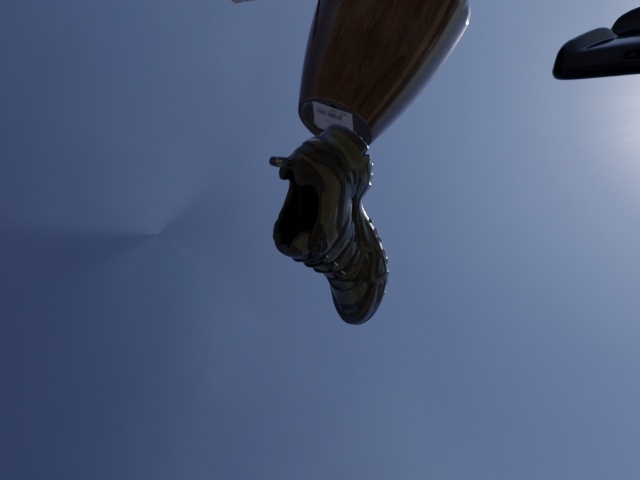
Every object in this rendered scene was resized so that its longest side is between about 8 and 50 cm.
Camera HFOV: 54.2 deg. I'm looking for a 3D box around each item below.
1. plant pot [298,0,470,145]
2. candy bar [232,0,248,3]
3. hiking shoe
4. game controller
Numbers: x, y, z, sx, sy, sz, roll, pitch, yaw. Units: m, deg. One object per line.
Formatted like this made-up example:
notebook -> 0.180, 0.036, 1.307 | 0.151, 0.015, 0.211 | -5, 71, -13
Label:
plant pot -> 0.063, -0.247, 0.855 | 0.215, 0.215, 0.230 | 31, -111, -13
candy bar -> -0.060, -0.384, 0.951 | 0.161, 0.040, 0.018 | -14, -88, -10
hiking shoe -> 0.000, 0.000, 0.652 | 0.114, 0.086, 0.227 | -26, -61, -29
game controller -> 0.357, -0.173, 0.524 | 0.166, 0.319, 0.067 | -30, -69, -20
